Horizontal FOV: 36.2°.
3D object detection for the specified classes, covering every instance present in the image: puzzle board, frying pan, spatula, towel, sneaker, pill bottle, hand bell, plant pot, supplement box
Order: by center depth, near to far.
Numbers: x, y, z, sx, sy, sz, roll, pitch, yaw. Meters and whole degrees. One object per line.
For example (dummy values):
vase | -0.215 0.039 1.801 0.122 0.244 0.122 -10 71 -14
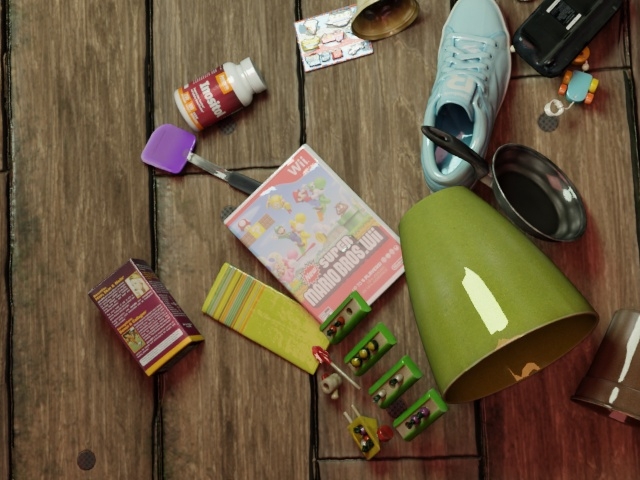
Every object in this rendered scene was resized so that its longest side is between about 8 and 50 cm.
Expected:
plant pot | 0.505 0.206 1.557 0.167 0.167 0.165 21 82 11
frying pan | 0.302 -0.077 1.569 0.053 0.326 0.197 -47 51 42
plant pot | 0.251 0.069 1.579 0.275 0.275 0.293 -30 65 7
sneaker | 0.248 -0.250 1.641 0.135 0.150 0.366 6 86 10
hand bell | 0.077 -0.490 1.731 0.126 0.126 0.242 -21 70 8
towel | -0.091 0.137 1.738 0.237 0.021 0.102 29 96 10
supplement box | -0.309 0.136 1.744 0.104 0.081 0.188 -39 80 5
pill bottle | -0.178 -0.264 1.752 0.152 0.086 0.086 -28 81 7
puzzle board | 0.022 -0.366 1.763 0.128 0.011 0.096 -14 83 8
spatula | -0.184 -0.126 1.768 0.296 0.030 0.084 25 85 8

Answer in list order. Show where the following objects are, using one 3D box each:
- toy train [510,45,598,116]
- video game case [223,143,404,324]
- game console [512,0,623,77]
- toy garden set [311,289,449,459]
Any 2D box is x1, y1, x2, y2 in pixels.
toy train | 0.400 -0.291 1.668 0.125 0.046 0.166 -19 79 2
video game case | 0.000 0.000 1.710 0.204 0.025 0.285 -44 83 -2
game console | 0.456 -0.435 1.647 0.213 0.044 0.361 41 82 11
toy garden set | 0.069 0.239 1.629 0.244 0.049 0.204 51 133 13
